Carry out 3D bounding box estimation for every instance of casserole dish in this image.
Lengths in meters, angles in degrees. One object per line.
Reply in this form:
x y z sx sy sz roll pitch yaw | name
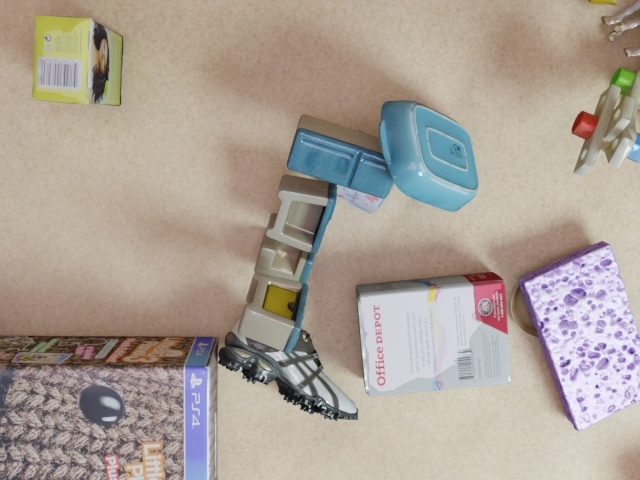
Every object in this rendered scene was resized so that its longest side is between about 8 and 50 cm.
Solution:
0.129 -0.098 1.089 0.037 0.188 0.114 -17 73 32 | casserole dish

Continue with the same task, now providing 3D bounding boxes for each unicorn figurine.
0.384 -0.268 1.114 0.111 0.162 0.060 -26 134 10 | unicorn figurine

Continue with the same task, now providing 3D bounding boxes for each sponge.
0.329 0.118 1.181 0.117 0.031 0.210 -23 103 -4 | sponge

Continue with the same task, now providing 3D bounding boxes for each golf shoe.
-0.023 0.150 1.163 0.198 0.077 0.094 34 69 -23 | golf shoe

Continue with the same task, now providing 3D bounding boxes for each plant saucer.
0.275 0.078 1.195 0.083 0.015 0.083 0 98 -2 | plant saucer

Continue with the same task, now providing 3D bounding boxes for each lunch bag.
0.052 -0.078 1.147 0.071 0.053 0.083 27 121 -6 | lunch bag

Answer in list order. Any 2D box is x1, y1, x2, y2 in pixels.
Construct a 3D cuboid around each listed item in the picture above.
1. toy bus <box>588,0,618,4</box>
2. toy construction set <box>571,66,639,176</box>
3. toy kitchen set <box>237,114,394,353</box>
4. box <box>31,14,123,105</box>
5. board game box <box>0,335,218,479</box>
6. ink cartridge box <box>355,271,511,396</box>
0.253 -0.380 1.077 0.211 0.149 0.220 5 100 11 | toy bus
0.436 -0.105 1.117 0.327 0.151 0.215 22 94 -16 | toy construction set
0.000 0.000 1.074 0.122 0.166 0.207 16 125 -4 | toy kitchen set
-0.254 -0.187 1.032 0.058 0.232 0.087 3 99 -5 | box
-0.268 0.240 1.135 0.291 0.141 0.232 0 98 -2 | board game box
0.133 0.111 1.165 0.175 0.072 0.127 -5 98 -1 | ink cartridge box
